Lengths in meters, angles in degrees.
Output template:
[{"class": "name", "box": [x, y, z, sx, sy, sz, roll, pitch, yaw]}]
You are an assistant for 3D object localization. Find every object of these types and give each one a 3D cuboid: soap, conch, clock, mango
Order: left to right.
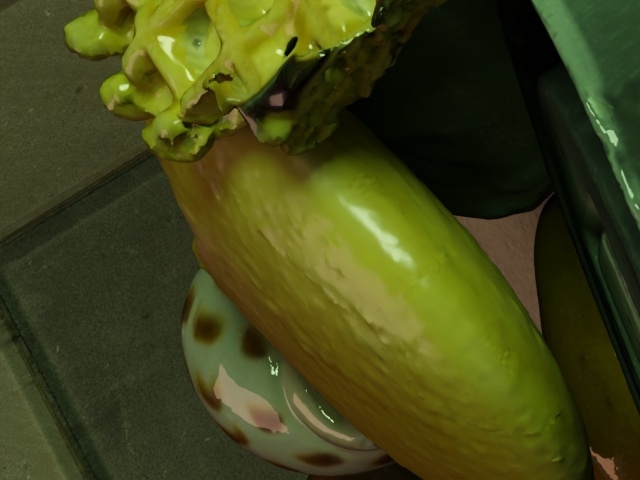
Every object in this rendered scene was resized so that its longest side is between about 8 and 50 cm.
[{"class": "conch", "box": [-0.012, 0.071, 1.116, 0.149, 0.183, 0.275, -61, 35, 35]}, {"class": "soap", "box": [-0.003, 0.001, 0.883, 0.427, 0.115, 0.306, 45, 165, 34]}, {"class": "mango", "box": [0.199, 0.083, 0.945, 0.113, 0.138, 0.253, -18, 101, 54]}, {"class": "clock", "box": [0.176, 0.036, 0.699, 0.386, 0.076, 0.386, -20, -90, -85]}]

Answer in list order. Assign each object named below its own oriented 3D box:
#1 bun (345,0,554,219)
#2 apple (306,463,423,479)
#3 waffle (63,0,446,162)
[{"class": "bun", "box": [0.067, -0.084, 0.937, 0.195, 0.118, 0.195, 44, 167, 13]}, {"class": "apple", "box": [0.150, 0.269, 1.168, 0.346, 0.391, 0.391, 61, 175, -19]}, {"class": "waffle", "box": [-0.012, -0.178, 0.699, 0.060, 0.312, 0.307, 7, -164, -43]}]
